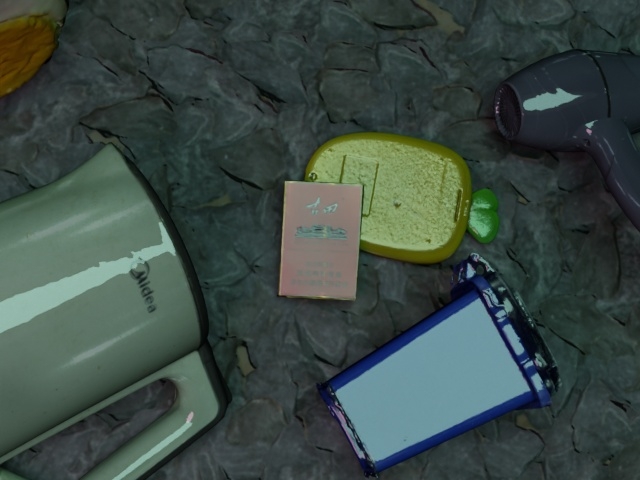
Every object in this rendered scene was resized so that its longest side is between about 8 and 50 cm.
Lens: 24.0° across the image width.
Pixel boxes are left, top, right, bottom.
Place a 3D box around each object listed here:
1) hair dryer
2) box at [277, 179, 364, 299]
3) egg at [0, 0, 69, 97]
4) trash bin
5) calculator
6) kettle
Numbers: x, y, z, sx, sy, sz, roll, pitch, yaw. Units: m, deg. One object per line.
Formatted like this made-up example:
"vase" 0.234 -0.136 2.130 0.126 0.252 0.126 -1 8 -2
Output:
"hair dryer" 0.389 -0.078 1.693 0.301 0.121 0.361 -9 54 -20
"box" 0.000 0.000 1.687 0.090 0.023 0.133 5 92 -1
"egg" -0.411 -0.232 1.555 0.286 0.264 0.174 -29 81 -13
"trash bin" 0.121 0.142 1.641 0.234 0.162 0.184 -28 85 -8
"calculator" 0.095 -0.049 1.729 0.235 0.032 0.146 10 78 -6
"kettle" -0.302 0.132 1.538 0.376 0.250 0.361 -26 106 -16
